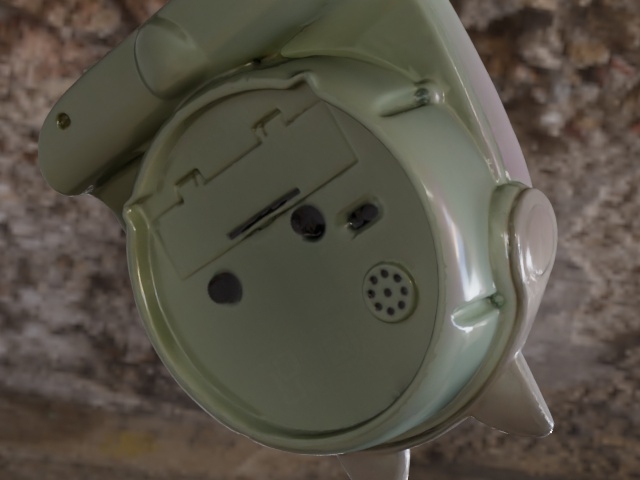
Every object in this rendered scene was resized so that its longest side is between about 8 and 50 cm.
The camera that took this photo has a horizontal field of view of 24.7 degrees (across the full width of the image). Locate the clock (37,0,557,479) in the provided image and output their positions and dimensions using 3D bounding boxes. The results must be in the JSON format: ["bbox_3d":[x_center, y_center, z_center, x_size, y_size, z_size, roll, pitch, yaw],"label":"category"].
[{"bbox_3d":[0.000,0.000,0.856,0.265,0.108,0.324,-34,-98,31],"label":"clock"}]
